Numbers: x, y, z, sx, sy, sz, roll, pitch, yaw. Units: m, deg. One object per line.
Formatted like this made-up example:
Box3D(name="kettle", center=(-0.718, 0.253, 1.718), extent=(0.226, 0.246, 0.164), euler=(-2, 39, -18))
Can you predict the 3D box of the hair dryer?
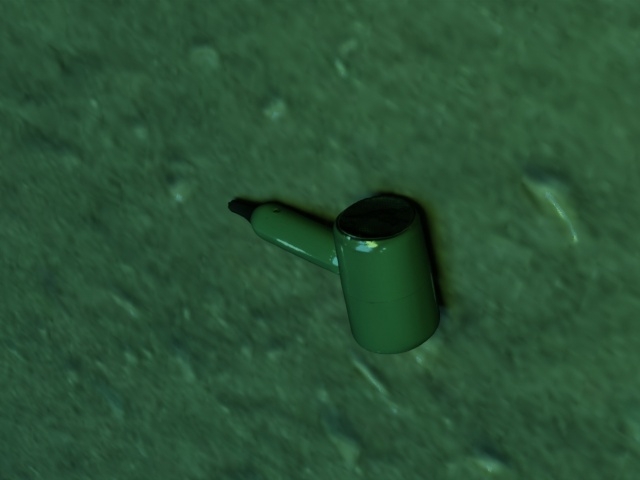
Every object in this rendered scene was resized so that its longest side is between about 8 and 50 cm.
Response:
Box3D(name="hair dryer", center=(0.000, 0.000, 1.009), extent=(0.150, 0.047, 0.071), euler=(27, 138, 44))
